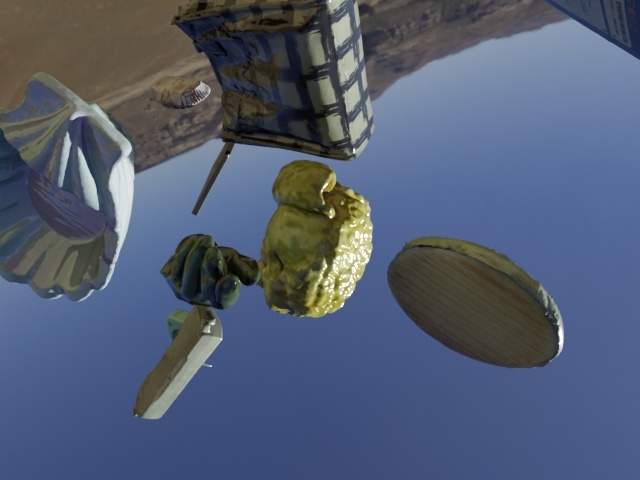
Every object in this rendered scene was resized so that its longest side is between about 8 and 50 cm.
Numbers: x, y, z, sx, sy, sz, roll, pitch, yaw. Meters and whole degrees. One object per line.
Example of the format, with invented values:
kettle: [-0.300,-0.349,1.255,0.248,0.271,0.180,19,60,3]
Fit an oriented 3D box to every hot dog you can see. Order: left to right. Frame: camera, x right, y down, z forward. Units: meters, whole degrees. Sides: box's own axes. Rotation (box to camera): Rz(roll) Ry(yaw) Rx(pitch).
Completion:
hot dog: [-0.343,-0.360,1.295,0.192,0.053,0.099,16,-124,34]

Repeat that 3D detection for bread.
bread: [0.213,0.089,0.753,0.267,0.267,0.040,0,-136,51]

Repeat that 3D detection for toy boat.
toy boat: [-0.280,-0.052,0.571,0.290,0.199,0.100,-40,-164,40]

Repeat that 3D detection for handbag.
handbag: [-0.079,-0.324,1.013,0.327,0.325,0.162,10,-131,25]

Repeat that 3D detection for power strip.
power strip: [-0.271,0.238,0.995,0.286,0.048,0.080,-52,-143,21]

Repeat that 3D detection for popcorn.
popcorn: [0.000,0.000,0.980,0.174,0.286,0.225,17,-168,36]

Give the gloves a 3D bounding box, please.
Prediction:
gloves: [-0.165,0.044,0.780,0.135,0.107,0.268,-3,-178,-18]

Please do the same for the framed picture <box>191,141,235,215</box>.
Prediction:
framed picture: [-0.248,-0.200,1.332,0.192,0.018,0.265,-53,-163,28]

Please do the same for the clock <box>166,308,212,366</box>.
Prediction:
clock: [-0.270,0.214,1.121,0.101,0.135,0.041,13,-147,33]

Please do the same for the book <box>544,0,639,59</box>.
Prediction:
book: [0.409,-0.463,0.882,0.039,0.300,0.428,-43,-125,13]
